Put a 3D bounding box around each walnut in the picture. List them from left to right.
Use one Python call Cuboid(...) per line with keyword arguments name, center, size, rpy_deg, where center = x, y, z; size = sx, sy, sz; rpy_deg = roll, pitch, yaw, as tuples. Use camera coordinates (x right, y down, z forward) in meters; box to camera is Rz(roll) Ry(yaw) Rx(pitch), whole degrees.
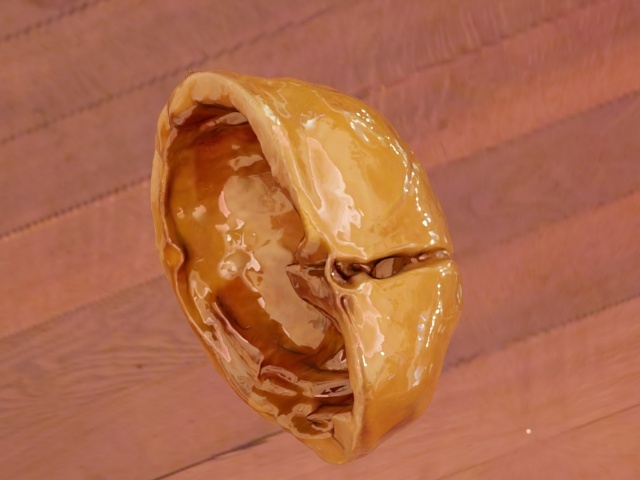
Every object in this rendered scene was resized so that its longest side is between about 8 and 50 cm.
Cuboid(name="walnut", center=(0.001, -0.001, 0.707), size=(0.087, 0.211, 0.167), rpy_deg=(-21, 105, -21))
